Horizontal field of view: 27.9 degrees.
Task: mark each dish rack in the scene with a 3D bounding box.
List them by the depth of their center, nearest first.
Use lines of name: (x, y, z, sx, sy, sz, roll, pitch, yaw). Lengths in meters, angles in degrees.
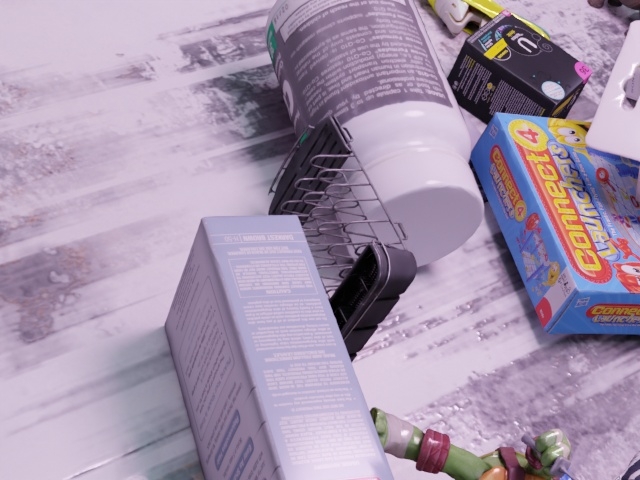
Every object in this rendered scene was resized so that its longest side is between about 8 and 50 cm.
dish rack: (0.000, 0.000, 1.454, 0.074, 0.208, 0.271, 3, 47, -35)

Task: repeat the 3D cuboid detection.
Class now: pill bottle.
pill bottle: (0.067, -0.156, 1.611, 0.204, 0.204, 0.361, -2, 53, -23)

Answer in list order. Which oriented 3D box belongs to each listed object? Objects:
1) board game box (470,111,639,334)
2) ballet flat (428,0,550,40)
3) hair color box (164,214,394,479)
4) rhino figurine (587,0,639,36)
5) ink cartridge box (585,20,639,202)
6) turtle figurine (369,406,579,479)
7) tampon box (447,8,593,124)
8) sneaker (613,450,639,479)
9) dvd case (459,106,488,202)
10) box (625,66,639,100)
board game box: (0.386, -0.021, 1.689, 0.302, 0.086, 0.308, 3, 49, -25)
ballet flat: (0.239, -0.330, 1.943, 0.231, 0.077, 0.077, 32, 62, 5)
hair color box: (-0.047, 0.173, 1.281, 0.113, 0.185, 0.374, -1, 50, -24)
rhino figurine: (0.488, -0.425, 2.100, 0.073, 0.106, 0.243, -24, 61, -37)
ink cartridge box: (0.527, -0.126, 1.610, 0.353, 0.119, 0.207, 20, 73, 17)
turtle figurine: (0.164, 0.273, 1.268, 0.266, 0.198, 0.275, 14, 42, -4)
tampon box: (0.281, -0.229, 1.840, 0.161, 0.101, 0.120, 37, 47, 13)
sneaker: (0.408, 0.322, 1.391, 0.153, 0.094, 0.235, -21, 59, -33)
dvd case: (0.154, -0.131, 1.760, 0.164, 0.018, 0.221, -17, 57, -33)
box: (0.629, -0.205, 1.870, 0.232, 0.058, 0.322, -3, 19, -19)
